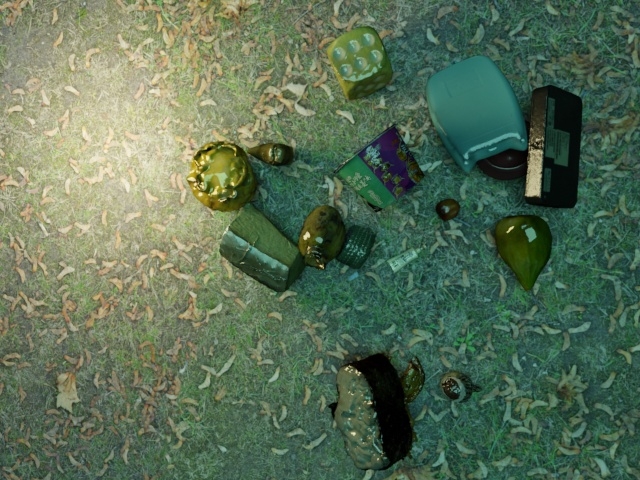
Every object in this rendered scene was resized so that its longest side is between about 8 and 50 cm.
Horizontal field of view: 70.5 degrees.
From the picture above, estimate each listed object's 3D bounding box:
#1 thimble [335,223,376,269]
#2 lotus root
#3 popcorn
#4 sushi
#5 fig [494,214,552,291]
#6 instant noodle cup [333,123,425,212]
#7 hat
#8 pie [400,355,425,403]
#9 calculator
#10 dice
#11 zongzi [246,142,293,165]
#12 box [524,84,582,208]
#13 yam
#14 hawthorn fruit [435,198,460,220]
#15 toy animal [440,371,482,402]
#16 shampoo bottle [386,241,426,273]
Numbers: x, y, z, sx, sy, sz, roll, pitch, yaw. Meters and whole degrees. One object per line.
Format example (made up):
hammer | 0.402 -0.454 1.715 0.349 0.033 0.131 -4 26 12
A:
thimble | 0.115 0.022 1.498 0.090 0.118 0.135 28 78 -6
lotus root | -0.002 0.000 1.456 0.154 0.278 0.154 7 135 7
popcorn | -0.340 -0.215 1.543 0.251 0.190 0.249 -2 83 17
sushi | 0.162 0.545 1.453 0.235 0.208 0.348 -11 87 50
fig | 0.638 0.018 1.397 0.167 0.167 0.233 -31 108 8
instant noodle cup | 0.195 -0.217 1.435 0.251 0.251 0.190 -38 93 8
hat | 0.590 -0.284 1.429 0.206 0.089 0.205 -3 79 16
pie | 0.298 0.486 1.517 0.088 0.033 0.191 32 97 1
calculator | 0.480 -0.420 1.426 0.256 0.054 0.385 -21 67 14
dice | 0.128 -0.571 1.467 0.169 0.169 0.166 -24 87 9
zongzi | -0.189 -0.297 1.530 0.176 0.160 0.078 10 96 8
box | 0.709 -0.275 1.368 0.212 0.058 0.349 1 91 -33
yam | -0.185 0.041 1.517 0.272 0.202 0.201 29 138 8
hawthorn fruit | 0.415 -0.101 1.475 0.077 0.077 0.077 0 90 10
toy animal | 0.457 0.478 1.457 0.138 0.098 0.098 9 92 9
shampoo bottle | 0.293 0.055 1.513 0.141 0.034 0.048 -31 78 8
